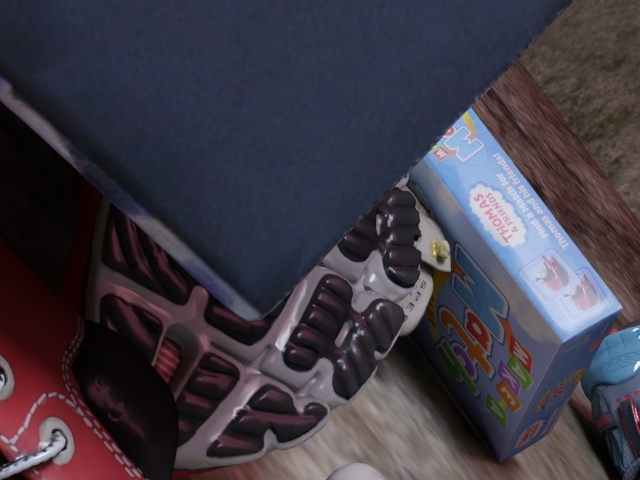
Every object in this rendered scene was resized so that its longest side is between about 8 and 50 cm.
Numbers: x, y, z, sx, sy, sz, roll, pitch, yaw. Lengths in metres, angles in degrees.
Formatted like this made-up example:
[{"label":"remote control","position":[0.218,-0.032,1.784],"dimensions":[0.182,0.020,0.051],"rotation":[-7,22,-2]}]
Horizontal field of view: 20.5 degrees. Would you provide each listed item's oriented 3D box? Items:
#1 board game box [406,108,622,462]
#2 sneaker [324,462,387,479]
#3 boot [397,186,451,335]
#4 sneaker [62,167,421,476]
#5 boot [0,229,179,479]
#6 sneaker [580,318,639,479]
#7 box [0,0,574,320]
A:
[{"label":"board game box","position":[0.053,-0.011,0.854],"dimensions":[0.211,0.039,0.160],"rotation":[54,-19,19]},{"label":"sneaker","position":[0.050,0.118,0.541],"dimensions":[0.057,0.075,0.161],"rotation":[42,15,-37]},{"label":"boot","position":[0.000,0.000,0.720],"dimensions":[0.165,0.077,0.213],"rotation":[42,13,-43]},{"label":"sneaker","position":[-0.039,-0.026,0.588],"dimensions":[0.107,0.118,0.279],"rotation":[34,40,-24]},{"label":"boot","position":[-0.094,0.019,0.304],"dimensions":[0.176,0.088,0.244],"rotation":[52,9,-2]},{"label":"sneaker","position":[0.256,0.163,1.171],"dimensions":[0.262,0.104,0.125],"rotation":[36,36,-37]},{"label":"box","position":[-0.096,-0.202,0.439],"dimensions":[0.293,0.212,0.395],"rotation":[44,-2,-27]}]
